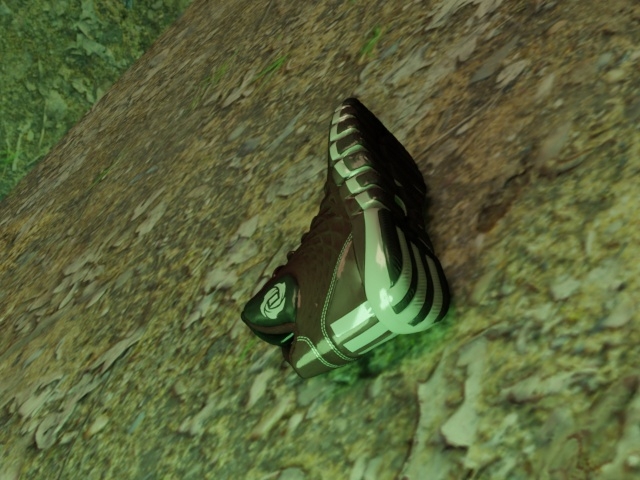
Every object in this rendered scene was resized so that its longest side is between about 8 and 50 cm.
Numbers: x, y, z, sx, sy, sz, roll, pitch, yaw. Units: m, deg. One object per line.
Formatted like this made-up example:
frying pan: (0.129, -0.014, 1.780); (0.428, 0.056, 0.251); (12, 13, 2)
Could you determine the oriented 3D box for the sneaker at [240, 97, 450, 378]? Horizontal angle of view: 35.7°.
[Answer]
sneaker: (0.000, 0.000, 0.793); (0.162, 0.106, 0.281); (-37, 26, 20)
